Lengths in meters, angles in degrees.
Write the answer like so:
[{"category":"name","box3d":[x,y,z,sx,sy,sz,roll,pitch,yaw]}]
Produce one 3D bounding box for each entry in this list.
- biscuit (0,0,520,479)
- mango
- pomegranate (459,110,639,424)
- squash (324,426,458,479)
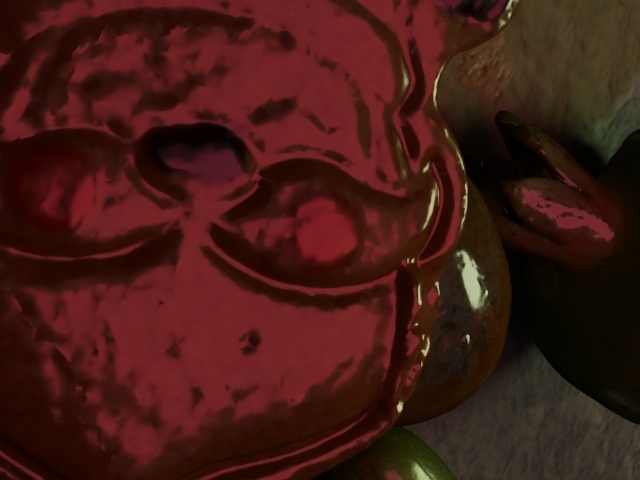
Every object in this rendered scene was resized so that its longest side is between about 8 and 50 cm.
[{"category":"biscuit","box3d":[-0.075,-0.047,1.037,0.350,0.078,0.455,12,93,-18]},{"category":"mango","box3d":[0.000,0.000,1.177,0.316,0.146,0.192,38,79,-31]},{"category":"pomegranate","box3d":[0.234,0.009,1.367,0.302,0.236,0.236,29,86,-36]},{"category":"squash","box3d":[0.064,0.195,1.356,0.095,0.095,0.188,-49,135,-18]}]
